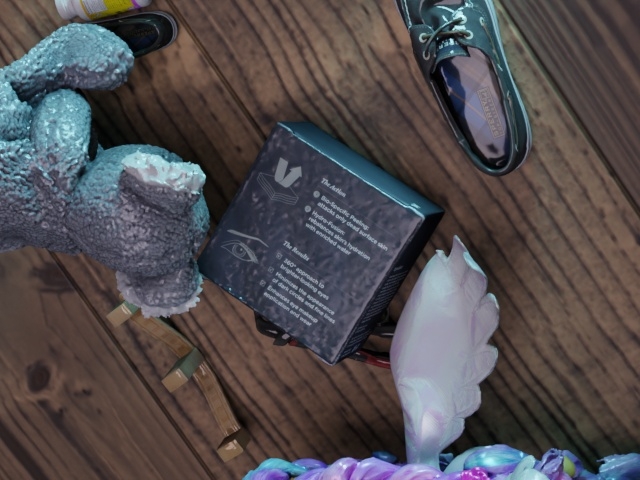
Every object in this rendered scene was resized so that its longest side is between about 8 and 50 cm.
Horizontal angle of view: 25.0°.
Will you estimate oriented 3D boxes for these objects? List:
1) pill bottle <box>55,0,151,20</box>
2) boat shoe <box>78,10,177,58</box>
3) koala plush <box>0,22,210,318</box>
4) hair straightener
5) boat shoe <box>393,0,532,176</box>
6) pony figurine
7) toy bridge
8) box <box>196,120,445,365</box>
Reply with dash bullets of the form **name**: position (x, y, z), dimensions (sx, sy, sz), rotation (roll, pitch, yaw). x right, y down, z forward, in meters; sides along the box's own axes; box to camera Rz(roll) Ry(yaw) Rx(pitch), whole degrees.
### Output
- **pill bottle**: position (-0.197, -0.224, 1.309), dimensions (0.083, 0.043, 0.043), rotation (-11, 103, 17)
- **boat shoe**: position (-0.201, -0.181, 1.324), dimensions (0.142, 0.040, 0.049), rotation (-14, 102, 17)
- **koala plush**: position (-0.189, -0.039, 1.235), dimensions (0.221, 0.203, 0.196), rotation (30, 136, 19)
- **hair straightener**: position (0.039, 0.070, 1.345), dimensions (0.230, 0.047, 0.089), rotation (11, 94, 16)
- **boat shoe**: position (0.116, -0.157, 1.234), dimensions (0.080, 0.076, 0.228), rotation (-18, 101, 18)
- **pony figurine**: position (0.129, 0.221, 1.228), dimensions (0.363, 0.302, 0.351), rotation (19, 132, -21)
- **toy bridge**: position (-0.132, 0.123, 1.383), dimensions (0.026, 0.063, 0.188), rotation (-36, 96, 20)
- **box**: position (0.000, 0.000, 1.278), dimensions (0.156, 0.093, 0.158), rotation (34, 104, 13)
